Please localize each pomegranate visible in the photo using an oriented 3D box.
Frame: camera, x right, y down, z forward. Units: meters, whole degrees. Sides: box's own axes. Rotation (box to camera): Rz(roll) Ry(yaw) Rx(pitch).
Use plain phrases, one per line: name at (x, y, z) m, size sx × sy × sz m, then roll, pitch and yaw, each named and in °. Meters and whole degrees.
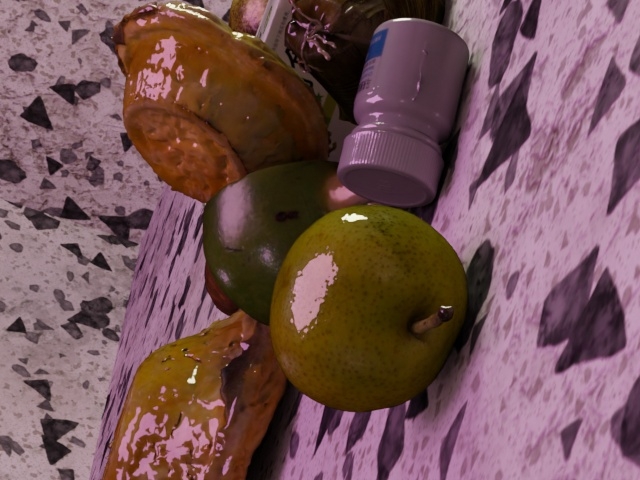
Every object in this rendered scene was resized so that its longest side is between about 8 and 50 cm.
pomegranate at (-0.001, 0.005, 1.694) m, size 0.190 × 0.241 × 0.159 m, roll 62°, pitch -172°, yaw -75°

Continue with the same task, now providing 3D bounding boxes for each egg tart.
egg tart at (-0.122, -0.137, 1.740) m, size 0.118 × 0.288 × 0.288 m, roll -54°, pitch 1°, yaw -29°
egg tart at (-0.178, 0.267, 2.009) m, size 0.443 × 0.178 × 0.443 m, roll -162°, pitch 90°, yaw -81°

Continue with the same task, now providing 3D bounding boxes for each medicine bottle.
medicine bottle at (0.083, -0.128, 1.571) m, size 0.105 × 0.105 × 0.168 m, roll 136°, pitch 150°, yaw -67°

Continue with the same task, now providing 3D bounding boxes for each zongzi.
zongzi at (0.057, -0.265, 1.696) m, size 0.247 × 0.111 × 0.241 m, roll 38°, pitch -109°, yaw -61°

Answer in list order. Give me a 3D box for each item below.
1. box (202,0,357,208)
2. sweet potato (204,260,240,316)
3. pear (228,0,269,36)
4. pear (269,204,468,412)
box at (-0.015, -0.168, 1.930) m, size 0.145 × 0.173 × 0.333 m, roll -97°, pitch 27°, yaw -72°
sweet potato at (-0.105, 0.032, 2.188) m, size 0.336 × 0.131 × 0.131 m, roll 140°, pitch 147°, yaw -67°
pear at (-0.024, -0.305, 2.175) m, size 0.197 × 0.197 × 0.197 m, roll -162°, pitch 90°, yaw -79°
pear at (0.052, 0.063, 1.324) m, size 0.180 × 0.166 × 0.216 m, roll -60°, pitch 31°, yaw -6°
